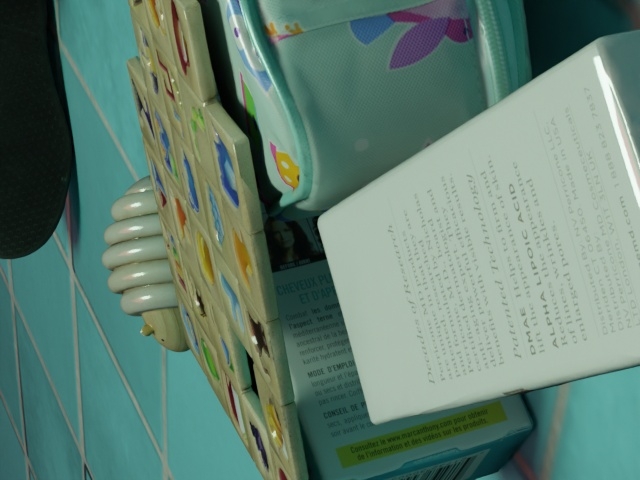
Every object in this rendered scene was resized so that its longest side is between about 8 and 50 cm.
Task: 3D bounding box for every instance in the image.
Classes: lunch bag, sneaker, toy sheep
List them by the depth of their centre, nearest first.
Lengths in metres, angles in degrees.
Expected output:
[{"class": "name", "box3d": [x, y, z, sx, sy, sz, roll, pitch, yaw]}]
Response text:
[{"class": "lunch bag", "box3d": [-0.006, -0.151, 0.708, 0.224, 0.108, 0.279, 140, 117, -84]}, {"class": "toy sheep", "box3d": [-0.095, 0.004, 1.130, 0.091, 0.091, 0.132, 150, 110, -70]}, {"class": "sneaker", "box3d": [-0.274, -0.130, 1.528, 0.145, 0.090, 0.270, -134, 39, -57]}]

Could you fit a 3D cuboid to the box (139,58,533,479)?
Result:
[{"class": "box", "box3d": [0.000, 0.000, 0.830, 0.060, 0.100, 0.244, 112, 140, -60]}]

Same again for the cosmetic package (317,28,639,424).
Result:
[{"class": "cosmetic package", "box3d": [0.092, -0.003, 0.547, 0.231, 0.117, 0.085, 144, 112, -70]}]

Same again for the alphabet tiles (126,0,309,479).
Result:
[{"class": "alphabet tiles", "box3d": [-0.050, -0.010, 0.776, 0.198, 0.009, 0.237, -127, 25, -58]}]
